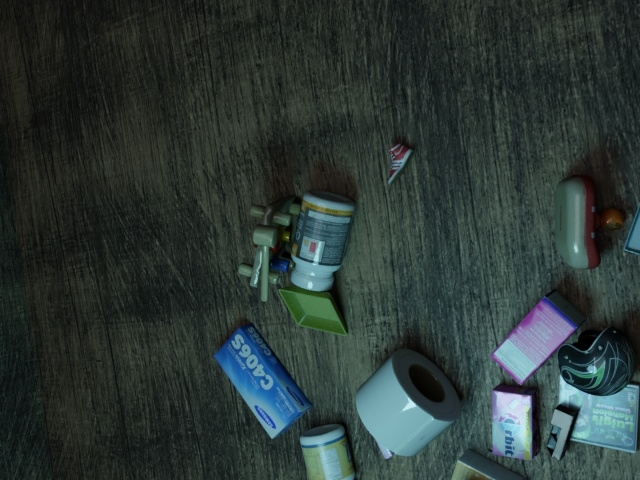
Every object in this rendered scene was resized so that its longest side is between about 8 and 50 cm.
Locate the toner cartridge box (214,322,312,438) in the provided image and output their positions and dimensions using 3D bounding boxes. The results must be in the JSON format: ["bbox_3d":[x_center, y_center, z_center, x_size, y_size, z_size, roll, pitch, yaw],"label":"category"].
[{"bbox_3d":[-0.196,0.464,2.267,0.348,0.075,0.165,50,119,18],"label":"toner cartridge box"}]

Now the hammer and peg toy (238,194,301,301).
[{"bbox_3d":[-0.159,0.012,2.033,0.127,0.361,0.266,15,105,11],"label":"hammer and peg toy"}]

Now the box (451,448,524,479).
[{"bbox_3d":[0.450,0.681,1.872,0.170,0.091,0.130,21,106,29],"label":"box"}]

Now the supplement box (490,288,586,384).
[{"bbox_3d":[0.556,0.248,1.746,0.114,0.111,0.220,46,117,19],"label":"supplement box"}]

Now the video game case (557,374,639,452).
[{"bbox_3d":[0.702,0.434,1.726,0.190,0.022,0.173,4,97,32],"label":"video game case"}]

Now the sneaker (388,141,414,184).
[{"bbox_3d":[0.212,-0.224,1.954,0.067,0.042,0.118,37,105,20],"label":"sneaker"}]

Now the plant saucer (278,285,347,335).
[{"bbox_3d":[-0.015,0.207,2.097,0.188,0.045,0.188,9,141,31],"label":"plant saucer"}]

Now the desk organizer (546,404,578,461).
[{"bbox_3d":[0.615,0.493,1.749,0.050,0.047,0.130,20,106,32],"label":"desk organizer"}]

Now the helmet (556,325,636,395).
[{"bbox_3d":[0.676,0.291,1.646,0.161,0.169,0.169,-8,91,49],"label":"helmet"}]

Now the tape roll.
[{"bbox_3d":[0.242,0.446,1.888,0.246,0.246,0.169,49,117,19],"label":"tape roll"}]

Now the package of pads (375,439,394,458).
[{"bbox_3d":[0.196,0.609,2.048,0.032,0.050,0.083,-35,77,30],"label":"package of pads"}]

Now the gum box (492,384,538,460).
[{"bbox_3d":[0.521,0.491,1.823,0.107,0.062,0.188,1,96,32],"label":"gum box"}]

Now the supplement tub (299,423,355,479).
[{"bbox_3d":[0.026,0.685,2.109,0.144,0.144,0.200,-15,87,33],"label":"supplement tub"}]

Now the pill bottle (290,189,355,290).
[{"bbox_3d":[0.000,0.000,2.043,0.162,0.162,0.278,21,105,29],"label":"pill bottle"}]

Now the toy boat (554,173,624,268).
[{"bbox_3d":[0.659,-0.046,1.652,0.151,0.151,0.231,-1,95,3],"label":"toy boat"}]

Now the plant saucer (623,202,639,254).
[{"bbox_3d":[0.788,-0.058,1.623,0.067,0.018,0.192,21,107,29],"label":"plant saucer"}]
